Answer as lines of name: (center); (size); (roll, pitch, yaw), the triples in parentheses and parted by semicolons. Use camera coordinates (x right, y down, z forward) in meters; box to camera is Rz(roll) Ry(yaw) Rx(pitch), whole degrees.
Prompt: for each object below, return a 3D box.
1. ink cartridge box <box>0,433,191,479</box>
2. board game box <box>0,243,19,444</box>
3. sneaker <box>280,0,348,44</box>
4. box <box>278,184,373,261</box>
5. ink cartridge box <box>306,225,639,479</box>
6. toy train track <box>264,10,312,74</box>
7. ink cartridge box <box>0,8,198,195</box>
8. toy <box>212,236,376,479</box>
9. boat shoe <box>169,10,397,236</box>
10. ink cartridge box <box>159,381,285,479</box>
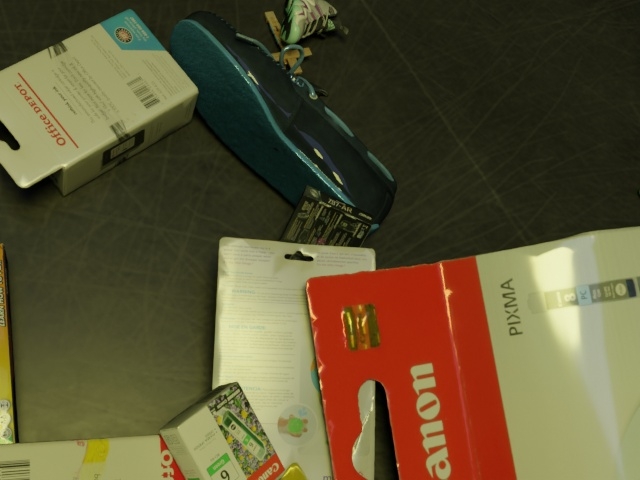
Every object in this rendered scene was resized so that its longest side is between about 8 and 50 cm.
ink cartridge box: (-0.166, 0.205, 0.529); (0.231, 0.078, 0.134); (8, 71, -38)
board game box: (-0.305, 0.092, 0.576); (0.141, 0.048, 0.170); (-5, 71, -21)
sneaker: (-0.003, -0.225, 0.794); (0.069, 0.038, 0.098); (20, 44, -16)
box: (0.000, 0.000, 0.691); (0.067, 0.083, 0.018); (24, 32, -6)
ink cartridge box: (0.199, 0.152, 0.652); (0.385, 0.091, 0.308); (-5, 82, -24)
toy train track: (-0.040, -0.202, 0.798); (0.048, 0.014, 0.083); (-15, 67, -22)
ink cartridge box: (-0.212, -0.115, 0.681); (0.180, 0.060, 0.104); (-36, 84, -26)
toy: (-0.026, 0.123, 0.647); (0.137, 0.056, 0.237); (5, 73, -15)
boat shoe: (-0.033, -0.111, 0.728); (0.258, 0.109, 0.089); (50, 55, -12)
ink cartridge box: (-0.061, 0.168, 0.557); (0.063, 0.029, 0.115); (-33, 97, -44)
